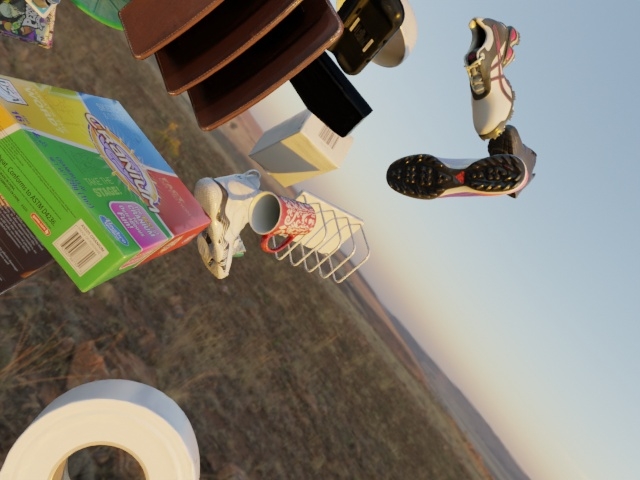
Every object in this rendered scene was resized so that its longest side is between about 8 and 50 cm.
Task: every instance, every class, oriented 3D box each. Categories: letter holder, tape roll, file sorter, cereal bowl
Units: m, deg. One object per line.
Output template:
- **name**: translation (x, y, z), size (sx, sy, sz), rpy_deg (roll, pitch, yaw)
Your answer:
- **letter holder**: translation (-0.144, -0.349, 0.869), size (0.152, 0.302, 0.214), rpy_deg (28, 35, -60)
- **tape roll**: translation (-0.338, 0.371, 0.846), size (0.286, 0.286, 0.100), rpy_deg (53, -7, -8)
- **file sorter**: translation (0.000, 0.000, 1.765), size (0.278, 0.193, 0.173), rpy_deg (24, 36, -36)
- **cereal bowl**: translation (0.224, -0.807, 1.943), size (0.339, 0.141, 0.339), rpy_deg (42, -12, 11)

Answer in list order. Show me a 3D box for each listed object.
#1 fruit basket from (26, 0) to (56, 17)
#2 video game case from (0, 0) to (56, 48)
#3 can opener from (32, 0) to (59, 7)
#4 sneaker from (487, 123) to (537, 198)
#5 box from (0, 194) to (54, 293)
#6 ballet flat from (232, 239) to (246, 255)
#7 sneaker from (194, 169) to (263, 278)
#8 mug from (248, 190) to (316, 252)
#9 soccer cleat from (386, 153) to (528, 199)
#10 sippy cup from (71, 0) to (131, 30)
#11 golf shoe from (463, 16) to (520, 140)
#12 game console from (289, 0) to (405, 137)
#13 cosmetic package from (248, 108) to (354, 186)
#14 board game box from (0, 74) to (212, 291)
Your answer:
- **fruit basket**: translation (-0.756, -0.792, 1.340), size (0.353, 0.166, 0.326), rpy_deg (46, 38, -37)
- **video game case**: translation (-0.875, -0.700, 1.541), size (0.042, 0.231, 0.210), rpy_deg (11, 4, 44)
- **can opener**: translation (-0.696, -0.694, 1.250), size (0.076, 0.095, 0.283), rpy_deg (-90, 168, -57)
- **sneaker**: translation (0.608, -0.264, 1.676), size (0.109, 0.130, 0.286), rpy_deg (46, -8, 39)
- **box**: translation (-0.588, -0.051, 1.119), size (0.191, 0.382, 0.143), rpy_deg (59, 27, -12)
- **ballet flat**: translation (-0.339, 0.010, 1.955), size (0.123, 0.123, 0.348), rpy_deg (53, -1, 0)
- **sneaker**: translation (-0.266, -0.052, 1.665), size (0.137, 0.210, 0.365), rpy_deg (37, -42, 36)
- **mug**: translation (-0.106, -0.052, 1.447), size (0.113, 0.150, 0.169), rpy_deg (46, 22, 28)
- **soccer cleat**: translation (0.313, -0.143, 1.246), size (0.116, 0.319, 0.108), rpy_deg (12, 81, -64)
- **sippy cup**: translation (-0.471, -0.658, 1.259), size (0.240, 0.224, 0.305), rpy_deg (22, -16, -1)
- **golf shoe**: translation (0.359, -0.356, 1.183), size (0.120, 0.272, 0.105), rpy_deg (13, -12, -32)
- **game console**: translation (0.049, -0.341, 1.006), size (0.213, 0.044, 0.361), rpy_deg (50, -27, -4)
- **cosmetic package**: translation (-0.082, -0.359, 2.092), size (0.217, 0.156, 0.385), rpy_deg (41, -27, -27)
- **board game box**: translation (-0.279, -0.081, 0.686), size (0.242, 0.064, 0.316), rpy_deg (52, 9, -5)
